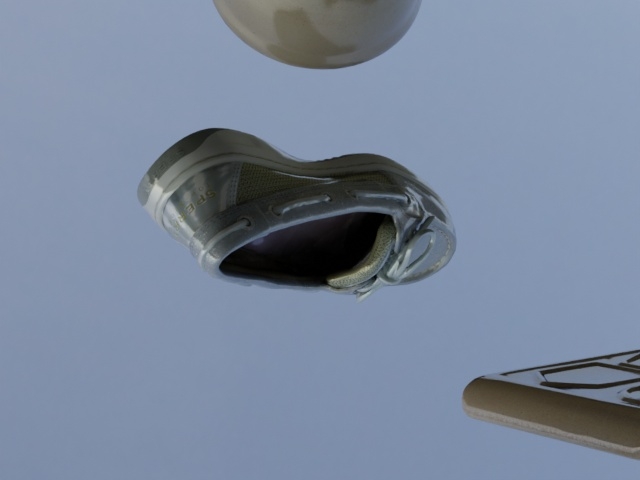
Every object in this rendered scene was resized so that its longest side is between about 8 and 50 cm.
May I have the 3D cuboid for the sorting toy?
[{"bbox_3d":[0.222,0.096,1.114,0.208,0.038,0.193,-12,-171,-30],"label":"sorting toy"}]

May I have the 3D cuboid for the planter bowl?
[{"bbox_3d":[0.004,-0.217,1.273,0.162,0.109,0.162,3,-115,-7],"label":"planter bowl"}]

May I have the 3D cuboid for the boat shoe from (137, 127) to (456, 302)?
[{"bbox_3d":[0.001,-0.002,1.346,0.320,0.118,0.103,15,-145,-52],"label":"boat shoe"}]
